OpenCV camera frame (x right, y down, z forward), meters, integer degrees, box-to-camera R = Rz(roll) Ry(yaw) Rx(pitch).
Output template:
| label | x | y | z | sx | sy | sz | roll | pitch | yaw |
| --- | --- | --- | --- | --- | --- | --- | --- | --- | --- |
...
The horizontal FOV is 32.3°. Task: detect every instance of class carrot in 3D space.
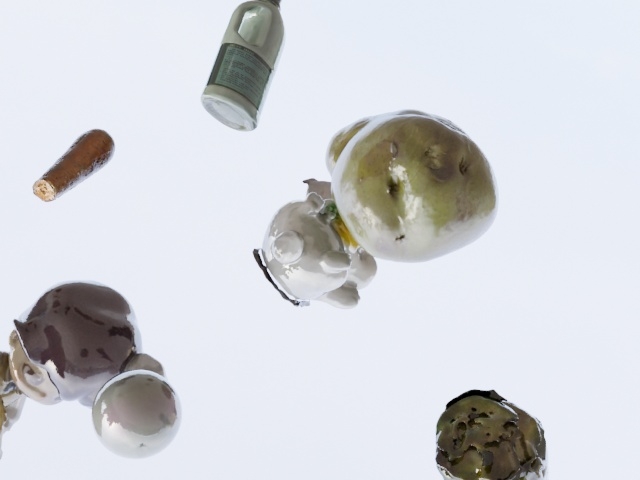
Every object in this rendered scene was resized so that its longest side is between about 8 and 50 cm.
| label | x | y | z | sx | sy | sz | roll | pitch | yaw |
| --- | --- | --- | --- | --- | --- | --- | --- | --- | --- |
| carrot | -0.329 | -0.099 | 1.483 | 0.055 | 0.055 | 0.161 | 26 | -143 | 3 |

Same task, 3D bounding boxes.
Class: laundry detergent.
| label | x | y | z | sx | sy | sz | roll | pitch | yaw |
| --- | --- | --- | --- | --- | --- | --- | --- | --- | --- |
| laundry detergent | -0.099 | -0.274 | 1.585 | 0.099 | 0.070 | 0.225 | 32 | -115 | -35 |

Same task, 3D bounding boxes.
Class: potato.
| label | x | y | z | sx | sy | sz | roll | pitch | yaw |
| --- | --- | --- | --- | --- | --- | --- | --- | --- | --- |
| potato | 0.118 | -0.093 | 1.583 | 0.202 | 0.218 | 0.351 | 57 | -179 | -23 |

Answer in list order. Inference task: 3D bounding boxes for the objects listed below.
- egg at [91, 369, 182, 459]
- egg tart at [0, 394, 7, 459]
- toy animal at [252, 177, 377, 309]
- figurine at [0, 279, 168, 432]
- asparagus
| label | x | y | z | sx | sy | sz | roll | pitch | yaw |
| --- | --- | --- | --- | --- | --- | --- | --- | --- | --- |
| egg | -0.214 | 0.202 | 1.284 | 0.103 | 0.135 | 0.103 | 3 | -98 | -20 |
| egg tart | -0.570 | 0.262 | 1.426 | 0.341 | 0.341 | 0.129 | 9 | -175 | -23 |
| toy animal | 0.003 | 0.006 | 1.789 | 0.208 | 0.154 | 0.325 | 54 | -166 | -13 |
| figurine | -0.437 | 0.200 | 1.675 | 0.365 | 0.218 | 0.206 | -29 | -151 | -1 |
| asparagus | 0.205 | 0.296 | 1.224 | 0.108 | 0.382 | 0.128 | -2 | -127 | 15 |
